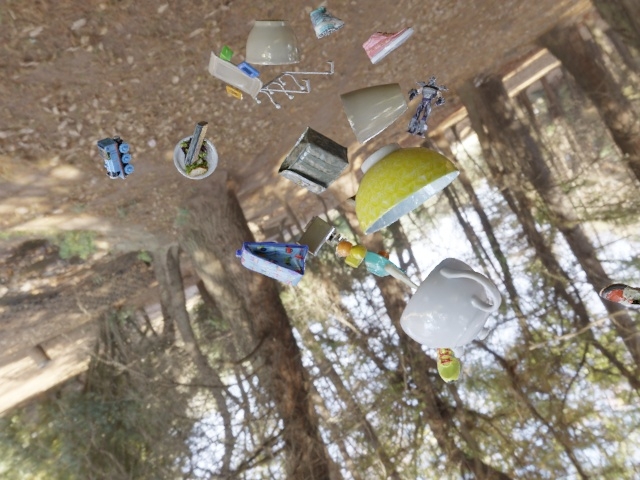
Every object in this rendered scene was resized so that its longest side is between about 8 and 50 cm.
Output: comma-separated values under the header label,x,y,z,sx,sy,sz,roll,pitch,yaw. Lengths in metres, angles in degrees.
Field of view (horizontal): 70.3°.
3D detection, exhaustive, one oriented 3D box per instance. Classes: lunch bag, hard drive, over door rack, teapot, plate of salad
label,x,y,z,sx,sy,sz,roll,pitch,yaw
lunch bag,-0.041,-0.356,2.176,0.287,0.235,0.169,-47,-150,37
hard drive,-0.404,-0.320,1.484,0.094,0.022,0.135,-94,-153,-71
over door rack,-0.116,-0.709,2.088,0.323,0.108,0.240,3,-141,35
teapot,0.336,0.176,1.136,0.253,0.187,0.256,-60,156,13
lunch bag,-0.219,0.088,1.954,0.292,0.138,0.221,11,160,-8
plate of salad,-0.575,-0.385,2.098,0.199,0.200,0.048,-30,-167,-7

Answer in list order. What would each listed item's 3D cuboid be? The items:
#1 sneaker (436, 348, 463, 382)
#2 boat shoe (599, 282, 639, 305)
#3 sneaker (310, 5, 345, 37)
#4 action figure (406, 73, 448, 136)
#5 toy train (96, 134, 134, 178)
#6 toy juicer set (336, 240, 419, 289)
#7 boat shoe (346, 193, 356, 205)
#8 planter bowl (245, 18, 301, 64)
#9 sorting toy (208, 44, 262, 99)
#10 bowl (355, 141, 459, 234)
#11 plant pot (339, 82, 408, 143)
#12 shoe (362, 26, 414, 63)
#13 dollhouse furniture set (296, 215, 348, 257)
label,x,y,z,sx,sy,sz,roll,pitch,yaw
sneaker,0.404,0.360,1.478,0.081,0.094,0.209,-23,-141,25
boat shoe,0.758,0.138,1.118,0.136,0.049,0.043,7,-147,-9
sneaker,0.032,-1.046,2.147,0.110,0.122,0.283,-22,-163,25
action figure,0.494,-0.637,2.143,0.185,0.285,0.099,28,-159,38
toy train,-0.828,-0.332,1.838,0.105,0.080,0.184,-34,144,-37
toy juicer set,0.204,0.065,1.636,0.090,0.328,0.209,-61,144,-10
boat shoe,0.153,-0.177,1.953,0.045,0.050,0.135,-57,161,17
planter bowl,-0.135,-0.563,1.281,0.161,0.109,0.162,0,-151,0
sorting toy,-0.297,-0.589,1.601,0.047,0.195,0.347,-64,-163,-7
bowl,0.193,-0.157,1.171,0.289,0.156,0.289,-31,171,-5
plant pot,0.267,-0.634,2.174,0.273,0.257,0.256,-22,-177,14
shoe,0.237,-0.715,1.610,0.177,0.081,0.063,-32,-177,25
dollhouse furniture set,0.000,0.000,2.227,0.161,0.212,0.242,-54,161,-3
